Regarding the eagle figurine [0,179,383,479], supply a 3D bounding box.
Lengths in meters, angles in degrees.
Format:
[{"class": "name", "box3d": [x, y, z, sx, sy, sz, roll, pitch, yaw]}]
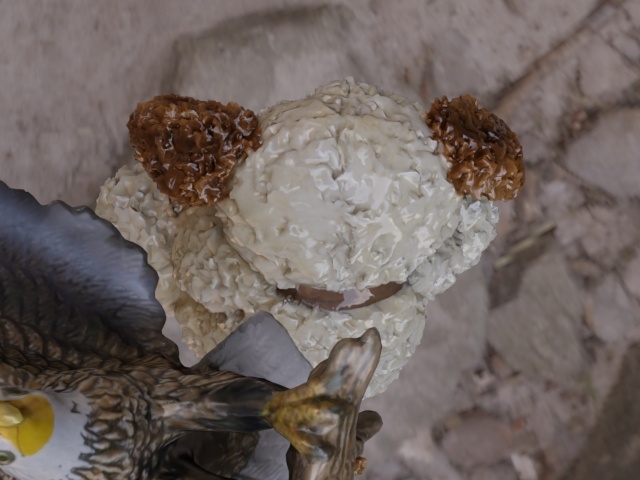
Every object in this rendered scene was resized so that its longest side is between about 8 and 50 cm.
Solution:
[{"class": "eagle figurine", "box3d": [-0.128, 0.078, 0.700, 0.298, 0.226, 0.225, 7, 137, 7]}]

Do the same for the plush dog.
[{"class": "plush dog", "box3d": [0.000, 0.000, 1.015, 0.262, 0.211, 0.225, -3, 142, -8]}]
